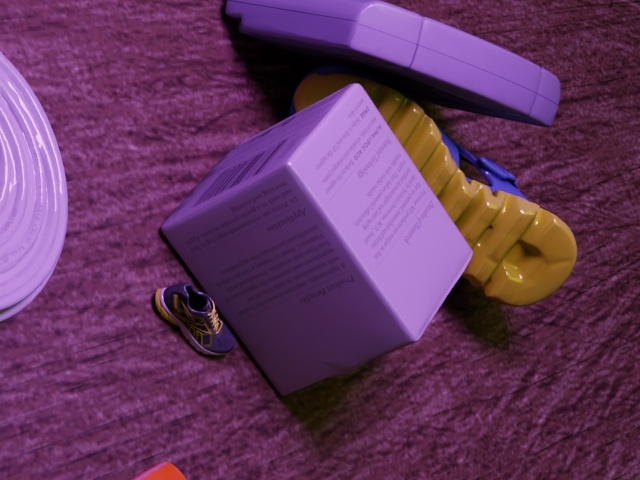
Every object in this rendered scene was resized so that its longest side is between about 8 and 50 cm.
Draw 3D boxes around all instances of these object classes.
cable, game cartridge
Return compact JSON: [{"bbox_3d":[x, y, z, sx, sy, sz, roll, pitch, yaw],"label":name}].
[{"bbox_3d":[-0.289,-0.049,1.298,0.257,0.089,0.257,58,37,-9],"label":"cable"},{"bbox_3d":[0.081,-0.170,1.744,0.297,0.198,0.062,16,86,-46],"label":"game cartridge"}]

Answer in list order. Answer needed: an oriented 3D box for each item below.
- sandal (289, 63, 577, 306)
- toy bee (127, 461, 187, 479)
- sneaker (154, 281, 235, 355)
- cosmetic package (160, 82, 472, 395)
[{"bbox_3d":[0.094,-0.058,1.776,0.317,0.126,0.138,38,13,-25],"label":"sandal"},{"bbox_3d":[-0.067,0.312,1.339,0.195,0.162,0.298,0,44,-42],"label":"toy bee"},{"bbox_3d":[-0.095,0.063,1.517,0.083,0.035,0.031,39,44,-31],"label":"sneaker"},{"bbox_3d":[0.000,0.000,1.575,0.184,0.151,0.151,55,37,-14],"label":"cosmetic package"}]
